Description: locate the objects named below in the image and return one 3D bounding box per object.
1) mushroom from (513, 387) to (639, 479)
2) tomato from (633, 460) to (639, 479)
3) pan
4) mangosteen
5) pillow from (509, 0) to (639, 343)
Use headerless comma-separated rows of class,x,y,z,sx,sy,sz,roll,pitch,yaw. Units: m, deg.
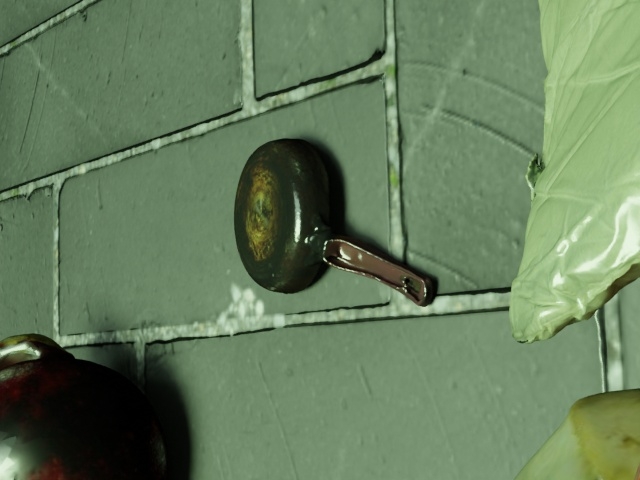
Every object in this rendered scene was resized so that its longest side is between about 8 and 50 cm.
mushroom,0.094,0.201,0.573,0.159,0.122,0.329,47,122,31
tomato,0.219,0.058,0.295,0.338,0.144,0.338,-26,35,20
pan,-0.002,0.000,0.772,0.212,0.040,0.115,32,116,48
mangosteen,-0.221,0.187,0.911,0.210,0.210,0.210,-6,82,50
pillow,0.186,-0.115,0.451,0.274,0.076,0.281,-44,20,39
